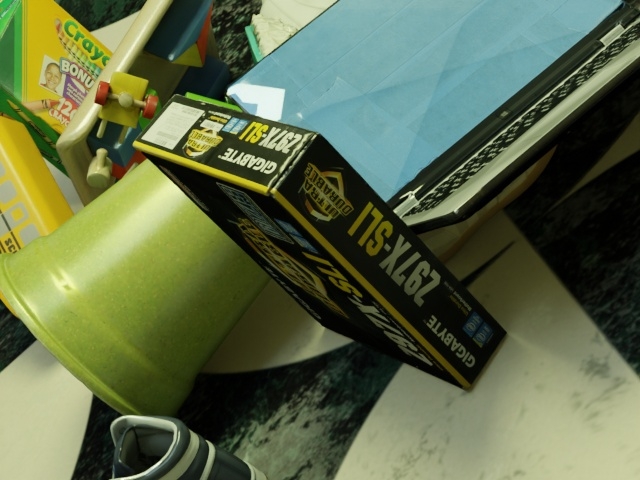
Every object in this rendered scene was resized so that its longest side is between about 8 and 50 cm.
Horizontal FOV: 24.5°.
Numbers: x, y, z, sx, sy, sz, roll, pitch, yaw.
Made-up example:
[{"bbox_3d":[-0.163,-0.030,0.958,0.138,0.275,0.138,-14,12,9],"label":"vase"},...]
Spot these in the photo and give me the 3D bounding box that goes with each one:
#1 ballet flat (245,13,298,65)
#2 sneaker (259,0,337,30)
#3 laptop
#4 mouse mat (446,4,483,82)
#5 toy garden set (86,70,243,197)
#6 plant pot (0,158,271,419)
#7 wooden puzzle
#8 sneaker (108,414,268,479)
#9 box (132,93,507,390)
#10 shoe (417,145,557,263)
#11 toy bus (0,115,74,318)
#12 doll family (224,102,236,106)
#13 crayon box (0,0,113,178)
[{"bbox_3d":[0.004,-0.141,1.770,0.147,0.147,0.409,-35,39,16],"label":"ballet flat"},{"bbox_3d":[0.026,-0.290,1.912,0.297,0.111,0.129,-2,70,51],"label":"sneaker"},{"bbox_3d":[0.148,-0.204,1.469,0.382,0.236,0.408,-40,5,-12],"label":"laptop"},{"bbox_3d":[0.131,-0.229,1.680,0.153,0.007,0.189,-18,41,56],"label":"mouse mat"},{"bbox_3d":[-0.182,-0.094,1.736,0.244,0.204,0.049,118,161,-45],"label":"toy garden set"},{"bbox_3d":[-0.175,0.027,1.627,0.254,0.276,0.276,-46,34,4],"label":"plant pot"},{"bbox_3d":[-0.209,-0.172,1.916,0.080,0.348,0.322,25,70,9],"label":"wooden puzzle"},{"bbox_3d":[-0.207,0.280,1.520,0.282,0.153,0.099,-33,36,19],"label":"sneaker"},{"bbox_3d":[0.000,0.000,1.431,0.257,0.322,0.079,18,68,52],"label":"box"},{"bbox_3d":[0.169,-0.067,1.547,0.219,0.058,0.076,-47,35,-3],"label":"shoe"},{"bbox_3d":[-0.415,-0.046,1.945,0.130,0.108,0.332,-34,76,13],"label":"toy bus"},{"bbox_3d":[-0.118,-0.123,1.909,0.111,0.076,0.193,4,64,44],"label":"doll family"},{"bbox_3d":[-0.358,-0.205,2.059,0.081,0.278,0.165,-12,48,43],"label":"crayon box"}]
